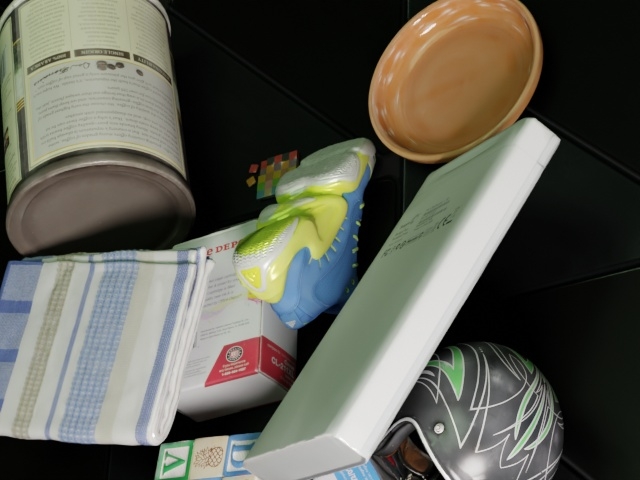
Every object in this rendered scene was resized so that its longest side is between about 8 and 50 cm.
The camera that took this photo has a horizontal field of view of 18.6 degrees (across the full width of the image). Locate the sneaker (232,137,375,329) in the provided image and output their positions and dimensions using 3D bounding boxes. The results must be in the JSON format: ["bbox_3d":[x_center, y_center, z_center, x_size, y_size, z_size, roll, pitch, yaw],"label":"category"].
[{"bbox_3d":[0.000,0.000,1.984,0.091,0.126,0.240,-7,30,41],"label":"sneaker"}]

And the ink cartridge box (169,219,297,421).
[{"bbox_3d":[-0.091,0.082,2.003,0.127,0.072,0.175,-17,55,29],"label":"ink cartridge box"}]

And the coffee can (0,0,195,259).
[{"bbox_3d":[-0.251,-0.128,2.161,0.201,0.201,0.275,-27,51,22],"label":"coffee can"}]

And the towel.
[{"bbox_3d":[-0.239,0.108,1.999,0.285,0.034,0.209,-2,66,38],"label":"towel"}]

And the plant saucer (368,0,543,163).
[{"bbox_3d":[0.142,-0.163,2.001,0.200,0.037,0.200,-19,55,28],"label":"plant saucer"}]

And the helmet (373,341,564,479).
[{"bbox_3d":[0.134,0.170,1.716,0.161,0.169,0.169,-25,49,48],"label":"helmet"}]

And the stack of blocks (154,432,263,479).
[{"bbox_3d":[-0.119,0.341,1.856,0.171,0.087,0.297,-10,59,33],"label":"stack of blocks"}]

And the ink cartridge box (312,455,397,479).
[{"bbox_3d":[0.006,0.277,1.789,0.181,0.104,0.061,-41,47,10],"label":"ink cartridge box"}]

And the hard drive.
[{"bbox_3d":[0.072,0.060,1.785,0.353,0.047,0.233,-56,11,-23],"label":"hard drive"}]

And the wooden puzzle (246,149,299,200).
[{"bbox_3d":[-0.046,-0.069,2.107,0.083,0.006,0.049,-15,56,30],"label":"wooden puzzle"}]
